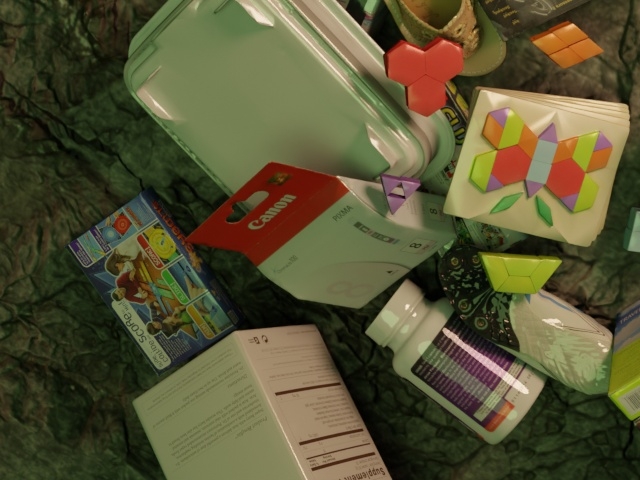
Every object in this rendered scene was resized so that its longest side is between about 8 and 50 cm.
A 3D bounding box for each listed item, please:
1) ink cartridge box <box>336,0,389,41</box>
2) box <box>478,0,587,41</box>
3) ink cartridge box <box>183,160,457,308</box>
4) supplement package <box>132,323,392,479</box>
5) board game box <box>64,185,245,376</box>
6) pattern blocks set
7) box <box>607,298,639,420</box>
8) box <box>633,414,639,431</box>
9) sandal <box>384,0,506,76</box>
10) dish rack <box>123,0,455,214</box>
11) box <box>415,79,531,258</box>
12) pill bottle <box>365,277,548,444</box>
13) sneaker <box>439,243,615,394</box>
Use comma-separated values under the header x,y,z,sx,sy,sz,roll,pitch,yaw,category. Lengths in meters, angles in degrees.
x,y,z,sx,sy,sz,roll,pitch,yaw,category
0.016,-0.281,1.445,0.127,0.072,0.175,27,115,7,ink cartridge box
0.251,-0.362,1.291,0.307,0.076,0.242,-25,119,25,box
0.000,0.000,1.457,0.189,0.232,0.066,-39,55,45,ink cartridge box
-0.049,0.267,1.557,0.177,0.175,0.293,-34,73,26,supplement package
-0.204,0.052,1.663,0.136,0.035,0.201,-32,96,26,board game box
0.222,-0.080,1.389,0.325,0.026,0.285,-2,108,-8,pattern blocks set
0.356,0.104,1.406,0.109,0.178,0.042,-36,101,26,box
0.457,0.191,1.404,0.167,0.168,0.203,-37,94,26,box
0.111,-0.237,1.370,0.088,0.079,0.240,-37,119,13,sandal
-0.051,-0.137,1.465,0.333,0.072,0.285,46,133,-9,dish rack
0.142,-0.074,1.495,0.114,0.036,0.207,-29,97,26,box
0.150,0.132,1.526,0.193,0.108,0.108,37,117,3,pill bottle
0.229,0.086,1.489,0.237,0.086,0.085,36,99,0,sneaker
